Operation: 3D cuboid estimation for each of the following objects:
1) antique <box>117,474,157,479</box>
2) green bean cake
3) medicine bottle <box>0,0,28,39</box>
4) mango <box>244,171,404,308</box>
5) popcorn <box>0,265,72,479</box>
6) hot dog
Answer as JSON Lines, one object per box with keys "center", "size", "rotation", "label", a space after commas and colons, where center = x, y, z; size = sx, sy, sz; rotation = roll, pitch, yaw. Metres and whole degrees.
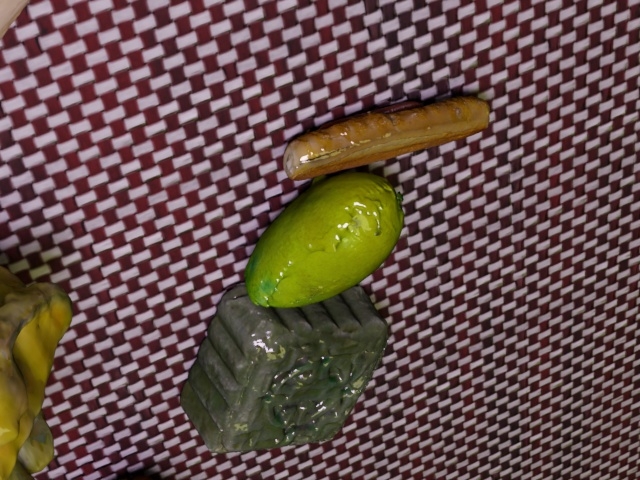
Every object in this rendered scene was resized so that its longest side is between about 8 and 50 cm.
{"center": [-0.178, 0.364, 1.437], "size": [0.129, 0.223, 0.278], "rotation": [-25, 170, -5], "label": "antique"}
{"center": [-0.034, 0.136, 1.410], "size": [0.185, 0.094, 0.183], "rotation": [-1, 128, -36], "label": "green bean cake"}
{"center": [-0.305, -0.186, 0.832], "size": [0.236, 0.235, 0.406], "rotation": [20, 128, -41], "label": "medicine bottle"}
{"center": [0.000, -0.001, 1.293], "size": [0.178, 0.100, 0.119], "rotation": [-38, 147, 14], "label": "mango"}
{"center": [-0.345, 0.128, 1.066], "size": [0.312, 0.312, 0.312], "rotation": [-16, 135, -17], "label": "popcorn"}
{"center": [0.064, -0.105, 1.275], "size": [0.216, 0.047, 0.066], "rotation": [-16, 171, -17], "label": "hot dog"}
